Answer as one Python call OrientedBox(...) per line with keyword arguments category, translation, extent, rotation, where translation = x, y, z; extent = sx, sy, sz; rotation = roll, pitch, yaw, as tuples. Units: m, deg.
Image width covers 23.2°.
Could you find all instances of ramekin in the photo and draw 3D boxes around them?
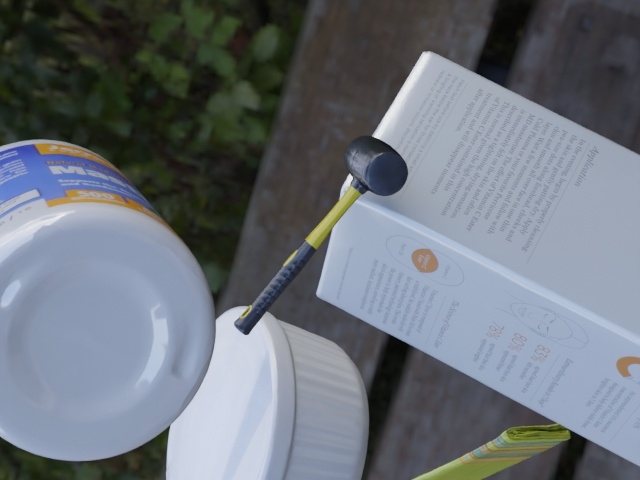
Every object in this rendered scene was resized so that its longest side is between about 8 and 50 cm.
OrientedBox(category="ramekin", translation=(-0.054, 0.213, 1.650), extent=(0.273, 0.127, 0.273), rotation=(-41, 41, 51))

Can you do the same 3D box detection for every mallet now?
OrientedBox(category="mallet", translation=(0.000, 0.000, 1.220), extent=(0.190, 0.039, 0.062), rotation=(-54, 24, -4))

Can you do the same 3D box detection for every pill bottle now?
OrientedBox(category="pill bottle", translation=(-0.169, 0.020, 0.981), extent=(0.272, 0.152, 0.152), rotation=(41, 115, 66))

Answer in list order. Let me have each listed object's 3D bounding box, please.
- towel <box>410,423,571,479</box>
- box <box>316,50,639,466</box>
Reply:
OrientedBox(category="towel", translation=(0.183, 0.264, 1.854), extent=(0.237, 0.102, 0.021), rotation=(-36, 59, 46))
OrientedBox(category="box", translation=(0.193, 0.021, 1.371), extent=(0.168, 0.345, 0.215), rotation=(-59, -8, -26))
